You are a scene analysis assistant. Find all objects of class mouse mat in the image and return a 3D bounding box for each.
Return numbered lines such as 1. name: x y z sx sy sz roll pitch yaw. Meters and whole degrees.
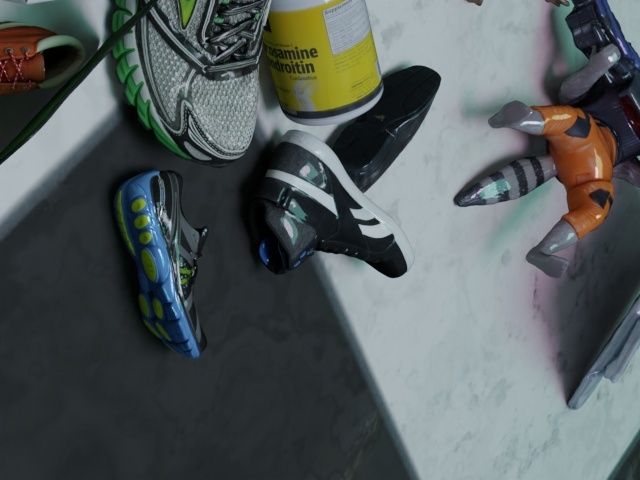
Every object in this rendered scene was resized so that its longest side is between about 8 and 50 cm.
1. mouse mat: -0.201 -0.118 1.272 0.007 0.152 0.189 45 62 -12

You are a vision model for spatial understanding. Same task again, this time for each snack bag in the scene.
1. snack bag: 0.431 0.053 2.016 0.323 0.037 0.342 -52 169 -25

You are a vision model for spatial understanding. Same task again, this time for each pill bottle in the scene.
1. pill bottle: -0.007 -0.208 1.503 0.103 0.103 0.184 -40 128 -37

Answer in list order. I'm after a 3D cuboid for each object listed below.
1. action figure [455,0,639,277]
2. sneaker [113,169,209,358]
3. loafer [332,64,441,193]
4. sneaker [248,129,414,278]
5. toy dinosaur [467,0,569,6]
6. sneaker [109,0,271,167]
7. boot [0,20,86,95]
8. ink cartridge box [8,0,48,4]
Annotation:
1. action figure: 0.289 -0.153 1.879 0.330 0.178 0.341 -34 100 -49
2. sneaker: -0.128 0.023 1.450 0.078 0.067 0.188 -29 119 -35
3. loafer: 0.067 -0.115 1.664 0.170 0.062 0.061 -47 154 -27
4. sneaker: 0.000 0.000 1.599 0.217 0.079 0.121 47 67 -37
5. toy dinosaur: 0.236 -0.362 1.691 0.295 0.127 0.200 65 45 -70
6. sneaker: -0.091 -0.226 1.364 0.134 0.146 0.343 -21 116 -45
7. boot: -0.257 -0.135 1.240 0.158 0.084 0.059 -25 120 -43
8. ink cartridge box: -0.197 -0.237 1.237 0.191 0.139 0.082 -20 117 -45
